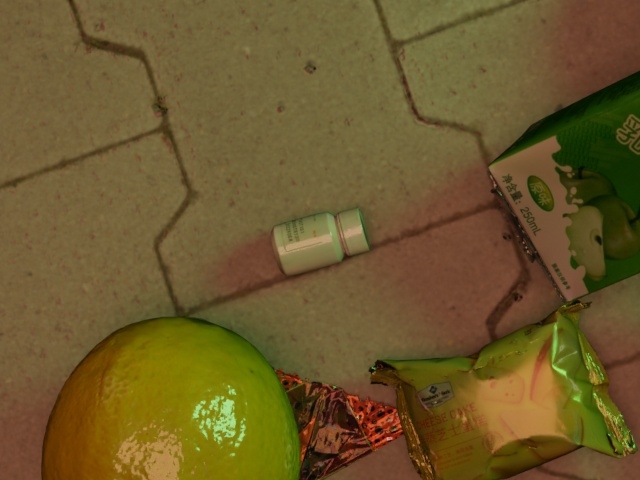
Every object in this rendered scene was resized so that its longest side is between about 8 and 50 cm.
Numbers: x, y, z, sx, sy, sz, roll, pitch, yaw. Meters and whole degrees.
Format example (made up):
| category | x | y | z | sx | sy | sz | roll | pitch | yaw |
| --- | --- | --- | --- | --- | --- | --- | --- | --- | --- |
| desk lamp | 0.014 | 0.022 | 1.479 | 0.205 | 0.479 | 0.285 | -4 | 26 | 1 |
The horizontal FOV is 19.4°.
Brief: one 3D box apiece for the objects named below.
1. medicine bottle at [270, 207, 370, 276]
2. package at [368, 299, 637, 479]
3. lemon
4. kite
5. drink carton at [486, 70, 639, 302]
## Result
| category | x | y | z | sx | sy | sz | roll | pitch | yaw |
| --- | --- | --- | --- | --- | --- | --- | --- | --- | --- |
| medicine bottle | 0.000 | 0.000 | 1.813 | 0.089 | 0.052 | 0.052 | -15 | 89 | 6 |
| package | 0.174 | 0.157 | 1.779 | 0.226 | 0.090 | 0.168 | -22 | 87 | 8 |
| lemon | -0.133 | 0.180 | 1.744 | 0.241 | 0.240 | 0.219 | 14 | 81 | 5 |
| kite | -0.008 | 0.194 | 1.842 | 0.222 | 0.008 | 0.125 | 18 | 95 | 6 |
| drink carton | 0.300 | -0.072 | 1.690 | 0.271 | 0.108 | 0.161 | -25 | 101 | 33 |
